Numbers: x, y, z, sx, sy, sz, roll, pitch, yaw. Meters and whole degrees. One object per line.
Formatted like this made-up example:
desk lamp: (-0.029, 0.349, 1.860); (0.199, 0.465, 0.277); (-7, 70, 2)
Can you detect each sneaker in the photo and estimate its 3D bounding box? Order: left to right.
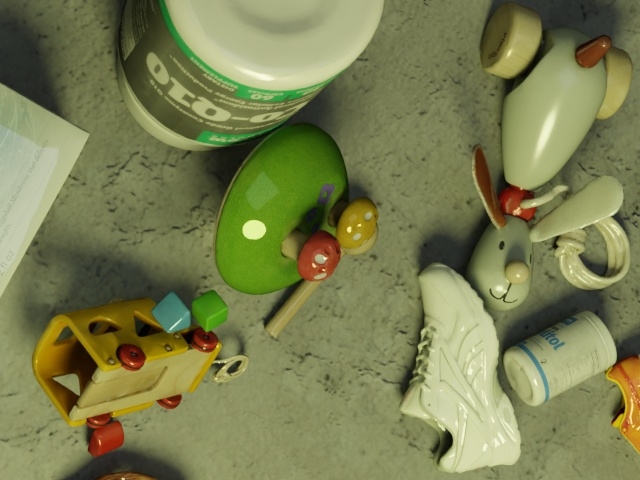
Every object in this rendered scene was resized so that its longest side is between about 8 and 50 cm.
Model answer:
sneaker: (0.133, 0.141, 1.840); (0.115, 0.090, 0.232); (-17, 90, -14)
sneaker: (0.362, 0.213, 1.926); (0.067, 0.064, 0.175); (-21, 91, 7)

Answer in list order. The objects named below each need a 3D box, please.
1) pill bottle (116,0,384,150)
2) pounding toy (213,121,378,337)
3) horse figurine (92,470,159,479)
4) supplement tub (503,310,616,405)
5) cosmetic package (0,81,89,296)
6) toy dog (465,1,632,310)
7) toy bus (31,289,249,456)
pill bottle: (-0.082, -0.204, 1.650); (0.204, 0.361, 0.204); (2, 81, -15)
pounding toy: (0.000, 0.000, 1.732); (0.110, 0.237, 0.183); (28, 72, 29)
horse figurine: (-0.151, 0.324, 1.752); (0.174, 0.066, 0.263); (-43, 101, -10)
supplement tub: (0.259, 0.128, 1.887); (0.107, 0.071, 0.071); (-26, 94, -18)
cosmetic package: (-0.380, -0.056, 1.674); (0.224, 0.138, 0.224); (29, 78, -11)
toy dog: (0.250, -0.098, 1.853); (0.220, 0.161, 0.334); (-4, 87, -17)
toy bus: (-0.188, 0.108, 1.732); (0.191, 0.202, 0.104); (-36, 66, -9)
